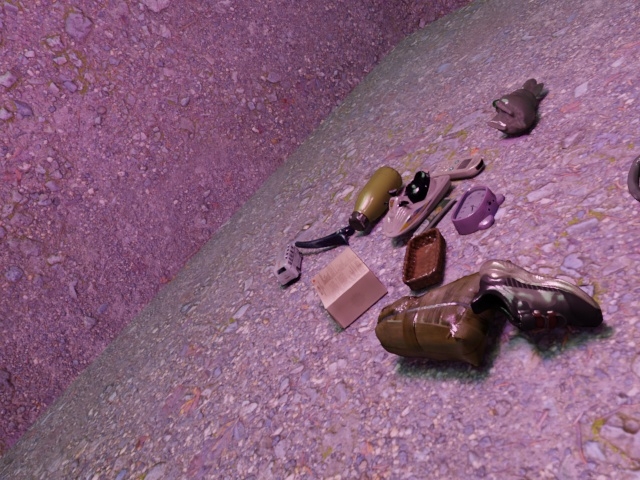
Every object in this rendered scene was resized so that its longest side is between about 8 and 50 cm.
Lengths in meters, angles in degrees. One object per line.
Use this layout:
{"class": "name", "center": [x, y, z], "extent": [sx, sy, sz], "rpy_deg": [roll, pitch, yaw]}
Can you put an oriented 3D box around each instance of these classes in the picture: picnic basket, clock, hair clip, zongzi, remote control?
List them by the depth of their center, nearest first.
{"class": "zongzi", "center": [0.265, 0.137, 1.064], "extent": [0.250, 0.125, 0.274], "rpy_deg": [-5, 38, 44]}
{"class": "picnic basket", "center": [0.278, 0.051, 1.292], "extent": [0.110, 0.055, 0.194], "rpy_deg": [-25, 27, 33]}
{"class": "clock", "center": [0.424, -0.089, 1.318], "extent": [0.110, 0.050, 0.153], "rpy_deg": [-11, 37, 51]}
{"class": "remote control", "center": [0.434, -0.229, 1.578], "extent": [0.078, 0.042, 0.221], "rpy_deg": [-49, 24, -21]}
{"class": "hair clip", "center": [0.000, 0.000, 1.808], "extent": [0.275, 0.048, 0.083], "rpy_deg": [-11, 39, 36]}

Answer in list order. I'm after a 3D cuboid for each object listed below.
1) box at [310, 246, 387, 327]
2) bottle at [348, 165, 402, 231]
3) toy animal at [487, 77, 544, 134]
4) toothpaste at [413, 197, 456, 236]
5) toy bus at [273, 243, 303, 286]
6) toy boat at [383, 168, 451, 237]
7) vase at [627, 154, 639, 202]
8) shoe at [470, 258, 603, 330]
{"class": "box", "center": [0.075, 0.132, 1.421], "extent": [0.168, 0.095, 0.212], "rpy_deg": [-39, 21, 1]}
{"class": "bottle", "center": [0.189, -0.144, 1.727], "extent": [0.112, 0.112, 0.260], "rpy_deg": [-8, 39, 54]}
{"class": "toy animal", "center": [0.637, -0.428, 1.553], "extent": [0.251, 0.127, 0.125], "rpy_deg": [-39, 5, -34]}
{"class": "toothpaste", "center": [0.330, -0.059, 1.446], "extent": [0.204, 0.031, 0.049], "rpy_deg": [-47, 24, -19]}
{"class": "toy bus", "center": [-0.124, 0.084, 1.847], "extent": [0.087, 0.089, 0.194], "rpy_deg": [-33, 22, 19]}
{"class": "toy boat", "center": [0.286, -0.123, 1.511], "extent": [0.269, 0.141, 0.140], "rpy_deg": [-36, 18, -26]}
{"class": "vase", "center": [0.677, -0.131, 0.881], "extent": [0.251, 0.156, 0.301], "rpy_deg": [-36, 23, 57]}
{"class": "shoe", "center": [0.379, 0.119, 0.885], "extent": [0.227, 0.099, 0.112], "rpy_deg": [25, 65, 40]}
